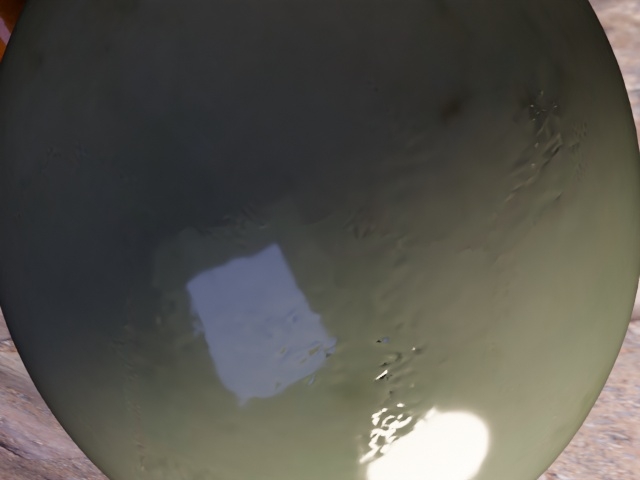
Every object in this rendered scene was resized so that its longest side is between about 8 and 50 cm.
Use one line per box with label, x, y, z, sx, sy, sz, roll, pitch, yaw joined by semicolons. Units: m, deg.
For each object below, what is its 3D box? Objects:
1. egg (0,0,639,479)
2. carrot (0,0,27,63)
egg;0.000;0.000;0.482;0.276;0.276;0.389;13;154;9
carrot;-0.182;-0.137;0.577;0.061;0.061;0.257;-8;140;39
